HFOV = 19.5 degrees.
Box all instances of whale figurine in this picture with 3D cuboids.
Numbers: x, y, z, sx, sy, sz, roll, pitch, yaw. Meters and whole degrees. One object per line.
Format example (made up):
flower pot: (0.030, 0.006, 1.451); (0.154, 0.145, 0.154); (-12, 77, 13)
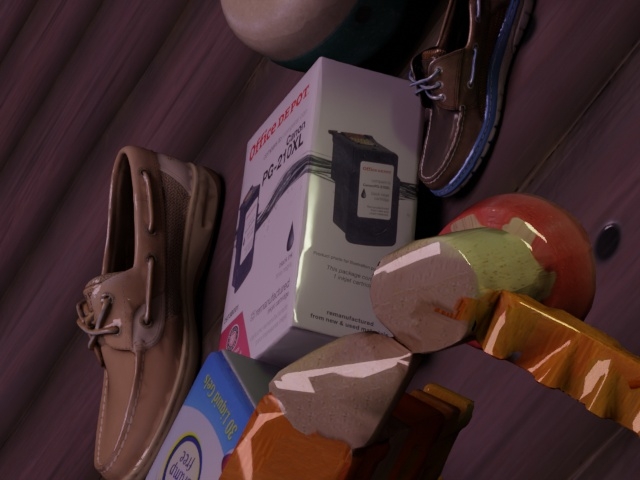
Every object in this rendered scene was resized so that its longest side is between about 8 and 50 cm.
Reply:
whale figurine: (0.032, -0.268, 1.605); (0.216, 0.141, 0.272); (32, 93, 54)

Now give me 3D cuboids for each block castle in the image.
block castle: (0.091, 0.229, 0.939); (0.453, 0.303, 0.213); (-65, -19, 13)

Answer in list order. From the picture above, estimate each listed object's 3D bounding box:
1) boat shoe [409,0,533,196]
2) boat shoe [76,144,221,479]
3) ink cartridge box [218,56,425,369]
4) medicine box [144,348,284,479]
boat shoe: (0.102, -0.126, 1.433); (0.066, 0.066, 0.183); (2, 74, 63)
boat shoe: (-0.184, 0.073, 1.801); (0.121, 0.110, 0.341); (-32, 45, 52)
ink cartridge box: (0.000, 0.000, 1.482); (0.172, 0.100, 0.237); (136, 145, -57)
medicine box: (-0.045, 0.272, 1.338); (0.289, 0.149, 0.263); (-62, 26, 13)
